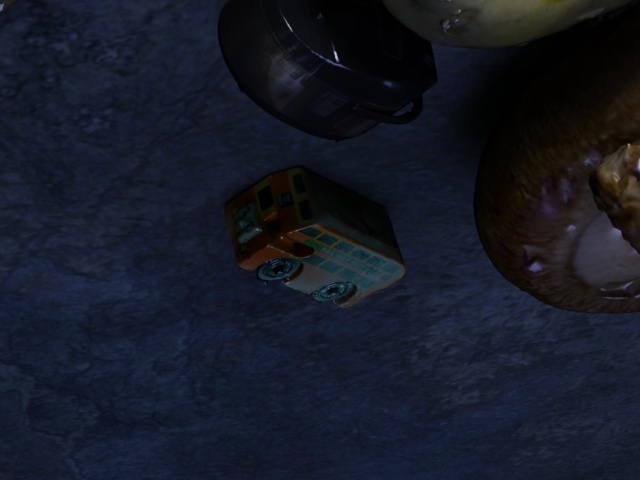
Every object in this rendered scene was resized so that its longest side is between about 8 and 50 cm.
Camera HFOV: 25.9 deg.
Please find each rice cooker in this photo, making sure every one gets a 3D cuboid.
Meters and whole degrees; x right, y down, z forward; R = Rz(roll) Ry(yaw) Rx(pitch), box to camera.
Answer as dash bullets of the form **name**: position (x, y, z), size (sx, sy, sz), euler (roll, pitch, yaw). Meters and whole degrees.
- **rice cooker**: position (0.006, -0.136, 0.998), size (0.106, 0.112, 0.165), euler (-26, 147, 32)

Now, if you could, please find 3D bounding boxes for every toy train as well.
- **toy train**: position (0.000, 0.000, 1.280), size (0.099, 0.072, 0.188), euler (-37, 144, 25)

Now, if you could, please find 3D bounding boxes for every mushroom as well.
- **mushroom**: position (0.303, -0.072, 1.164), size (0.345, 0.239, 0.345), euler (2, 166, 0)

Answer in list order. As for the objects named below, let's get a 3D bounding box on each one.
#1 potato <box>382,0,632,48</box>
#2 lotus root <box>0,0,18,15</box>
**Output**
- **potato**: position (0.155, -0.227, 0.880), size (0.296, 0.141, 0.191), euler (-16, 135, 6)
- **lotus root**: position (-0.346, -0.173, 0.794), size (0.375, 0.111, 0.390), euler (1, 148, -20)
